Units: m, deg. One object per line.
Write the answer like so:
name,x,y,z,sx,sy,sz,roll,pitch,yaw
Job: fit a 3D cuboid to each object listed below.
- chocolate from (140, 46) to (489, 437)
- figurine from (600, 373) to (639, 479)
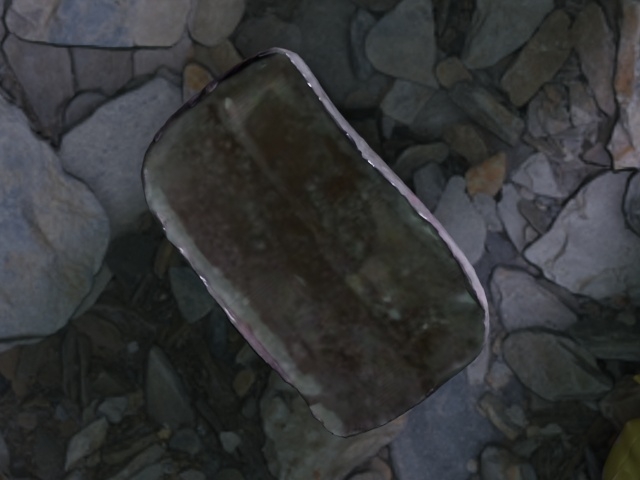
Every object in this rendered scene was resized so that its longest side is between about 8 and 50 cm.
chocolate,0.000,0.000,1.072,0.185,0.100,0.303,-37,92,17
figurine,0.303,0.159,1.073,0.184,0.128,0.208,-19,89,7
